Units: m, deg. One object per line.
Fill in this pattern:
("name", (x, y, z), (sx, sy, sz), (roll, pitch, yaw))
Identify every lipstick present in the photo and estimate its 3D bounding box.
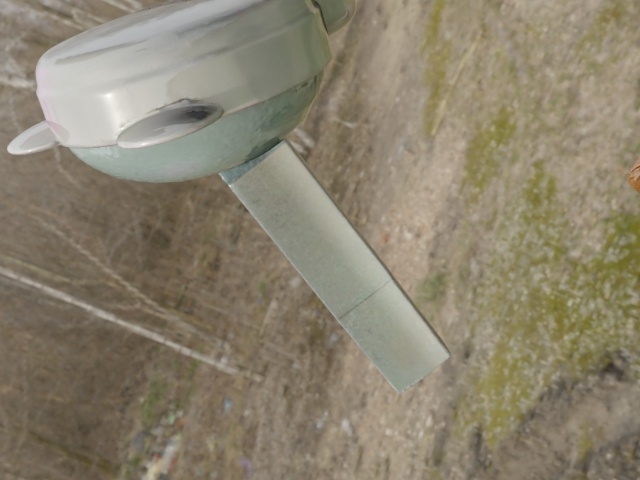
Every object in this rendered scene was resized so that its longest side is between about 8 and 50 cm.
("lipstick", (0.000, 0.000, 0.849), (0.068, 0.317, 0.066), (-38, 15, 2))

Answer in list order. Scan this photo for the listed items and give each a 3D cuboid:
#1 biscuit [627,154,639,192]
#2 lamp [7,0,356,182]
("biscuit", (0.435, -0.130, 1.047), (0.192, 0.186, 0.036), (56, -170, -55))
("lamp", (-0.067, -0.108, 0.585), (0.246, 0.180, 0.108), (-45, -52, -40))
